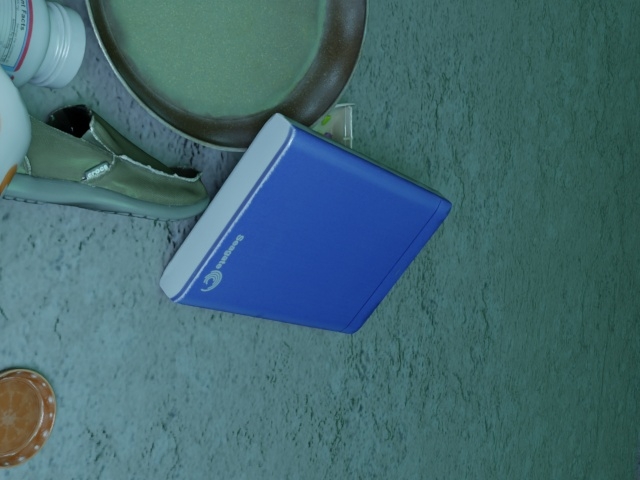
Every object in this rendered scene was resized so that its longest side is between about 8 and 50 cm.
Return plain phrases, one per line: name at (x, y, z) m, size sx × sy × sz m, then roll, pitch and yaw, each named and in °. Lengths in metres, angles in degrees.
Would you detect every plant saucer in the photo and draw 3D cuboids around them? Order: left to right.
plant saucer at (-0.260, 0.149, 0.728) m, size 0.083 × 0.013 × 0.084 m, roll -8°, pitch 100°, yaw -52°
plant saucer at (-0.086, -0.241, 0.830) m, size 0.310 × 0.050 × 0.311 m, roll -4°, pitch 97°, yaw -35°

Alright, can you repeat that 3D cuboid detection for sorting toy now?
sorting toy at (0.002, -0.121, 1.027) m, size 0.075 × 0.044 × 0.083 m, roll -8°, pitch 101°, yaw -45°

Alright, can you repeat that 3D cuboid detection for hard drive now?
hard drive at (0.000, 0.000, 0.953) m, size 0.318 × 0.040 × 0.210 m, roll 18°, pitch 113°, yaw -53°

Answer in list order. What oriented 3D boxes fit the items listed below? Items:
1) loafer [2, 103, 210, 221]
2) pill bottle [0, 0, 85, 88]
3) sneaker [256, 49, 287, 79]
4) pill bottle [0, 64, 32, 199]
loafer at (-0.188, -0.069, 0.731) m, size 0.251 × 0.094 × 0.088 m, roll 7°, pitch 93°, yaw -53°
pill bottle at (-0.257, -0.158, 0.629) m, size 0.160 × 0.087 × 0.087 m, roll 6°, pitch 89°, yaw -51°
sneaker at (-0.055, -0.163, 0.930) m, size 0.119 × 0.057 × 0.047 m, roll 53°, pitch 51°, yaw -42°
pill bottle at (-0.337, 0.047, 0.440) m, size 0.224 × 0.224 × 0.392 m, roll 47°, pitch 57°, yaw -45°
